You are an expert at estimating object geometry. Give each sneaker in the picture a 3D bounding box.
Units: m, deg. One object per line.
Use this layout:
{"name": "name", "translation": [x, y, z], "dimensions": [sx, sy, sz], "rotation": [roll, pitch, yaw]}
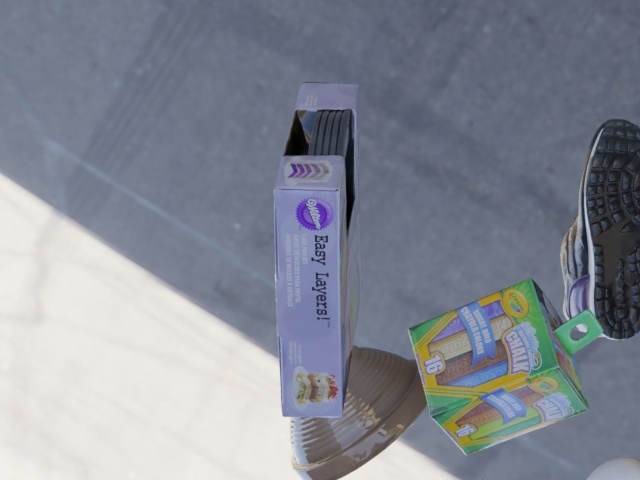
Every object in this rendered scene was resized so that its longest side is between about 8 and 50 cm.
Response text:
{"name": "sneaker", "translation": [0.354, -0.017, 1.970], "dimensions": [0.107, 0.283, 0.124], "rotation": [3, -178, -26]}

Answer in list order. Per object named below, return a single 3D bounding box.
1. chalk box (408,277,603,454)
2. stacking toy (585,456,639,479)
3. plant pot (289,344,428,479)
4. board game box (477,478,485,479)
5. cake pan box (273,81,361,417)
{"name": "chalk box", "translation": [0.236, 0.145, 1.812], "dimensions": [0.213, 0.132, 0.132], "rotation": [-23, 142, 16]}
{"name": "stacking toy", "translation": [0.549, 0.259, 1.960], "dimensions": [0.350, 0.480, 0.350], "rotation": [56, -179, -2]}
{"name": "plant pot", "translation": [0.036, 0.224, 2.108], "dimensions": [0.109, 0.237, 0.237], "rotation": [51, 157, -10]}
{"name": "board game box", "translation": [0.191, 0.462, 1.881], "dimensions": [0.142, 0.144, 0.275], "rotation": [-160, 59, -65]}
{"name": "cake pan box", "translation": [0.000, 0.000, 1.499], "dimensions": [0.070, 0.245, 0.266], "rotation": [1, 118, 4]}
